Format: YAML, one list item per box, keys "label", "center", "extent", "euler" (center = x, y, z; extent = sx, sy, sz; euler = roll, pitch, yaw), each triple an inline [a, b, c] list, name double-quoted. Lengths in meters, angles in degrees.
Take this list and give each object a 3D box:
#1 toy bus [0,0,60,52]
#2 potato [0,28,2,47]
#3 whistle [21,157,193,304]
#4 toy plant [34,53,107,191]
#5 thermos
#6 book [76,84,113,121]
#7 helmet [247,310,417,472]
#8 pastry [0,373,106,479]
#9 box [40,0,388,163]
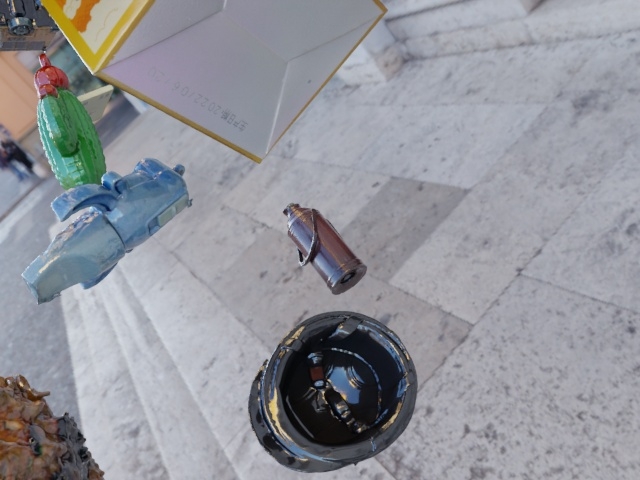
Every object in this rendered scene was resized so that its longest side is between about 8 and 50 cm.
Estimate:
- label: "toy bus"
  center: [-0.544, -0.368, 1.126]
  extent: [0.201, 0.098, 0.114]
  euler: [-11, -7, -32]
- label: "potato"
  center: [-0.467, -0.312, 0.739]
  extent: [0.116, 0.239, 0.299]
  euler: [-30, -17, -6]
- label: "whistle"
  center: [-0.275, -0.021, 0.901]
  extent: [0.269, 0.093, 0.180]
  euler: [-42, -20, -31]
- label: "toy plant"
  center: [-0.417, -0.183, 1.118]
  extent: [0.088, 0.240, 0.154]
  euler: [-18, 21, -7]
- label: "thermos"
  center: [-0.001, 0.002, 1.493]
  extent: [0.124, 0.232, 0.099]
  euler: [-14, -36, -40]
- label: "book"
  center: [-0.434, -0.247, 1.278]
  extent: [0.077, 0.014, 0.111]
  euler: [-35, -2, -37]
- label: "helmet"
  center: [0.014, 0.253, 1.097]
  extent: [0.279, 0.230, 0.160]
  euler: [-36, -15, -22]
- label: "pastry"
  center: [-0.467, 0.373, 0.976]
  extent: [0.292, 0.337, 0.405]
  euler: [-40, 51, -3]
- label: "box"
  center: [-0.123, -0.286, 0.808]
  extent: [0.259, 0.283, 0.214]
  euler: [-49, 58, 12]
